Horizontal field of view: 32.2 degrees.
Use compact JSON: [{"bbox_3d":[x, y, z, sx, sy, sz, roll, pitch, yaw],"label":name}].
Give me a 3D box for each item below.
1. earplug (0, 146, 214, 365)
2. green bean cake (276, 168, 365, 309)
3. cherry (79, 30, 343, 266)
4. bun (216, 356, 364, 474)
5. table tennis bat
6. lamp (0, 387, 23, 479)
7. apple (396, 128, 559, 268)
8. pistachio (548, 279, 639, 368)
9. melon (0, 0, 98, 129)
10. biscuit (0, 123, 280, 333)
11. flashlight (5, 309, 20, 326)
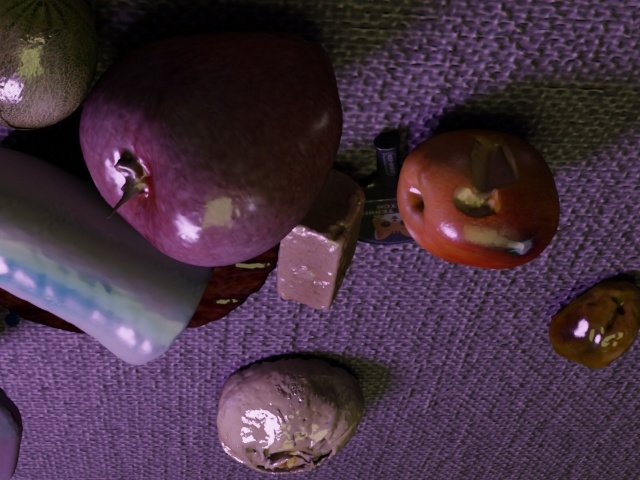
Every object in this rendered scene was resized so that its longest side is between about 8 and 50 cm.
[{"bbox_3d":[-0.297,-0.010,1.209,0.324,0.185,0.185,31,133,-31],"label":"earplug"},{"bbox_3d":[0.000,0.000,1.424,0.085,0.109,0.179,21,145,7],"label":"green bean cake"},{"bbox_3d":[-0.107,-0.106,1.151,0.307,0.261,0.221,-41,148,-24],"label":"cherry"},{"bbox_3d":[-0.051,0.307,1.855,0.259,0.152,0.259,-1,147,-1],"label":"bun"},{"bbox_3d":[0.091,-0.060,1.440,0.150,0.027,0.236,-5,148,3],"label":"table tennis bat"},{"bbox_3d":[-0.544,0.193,1.532,0.247,0.301,0.247,-5,113,-36],"label":"lamp"},{"bbox_3d":[0.185,-0.051,1.333,0.199,0.199,0.199,-3,146,-2],"label":"apple"},{"bbox_3d":[0.420,0.137,1.698,0.100,0.110,0.189,-18,161,-44],"label":"pistachio"},{"bbox_3d":[-0.293,-0.186,1.107,0.139,0.139,0.192,10,148,-21],"label":"melon"},{"bbox_3d":[-0.252,-0.010,1.416,0.407,0.091,0.407,-4,144,-3],"label":"biscuit"},{"bbox_3d":[-0.398,0.083,1.585,0.121,0.057,0.035,-16,180,5],"label":"flashlight"}]
